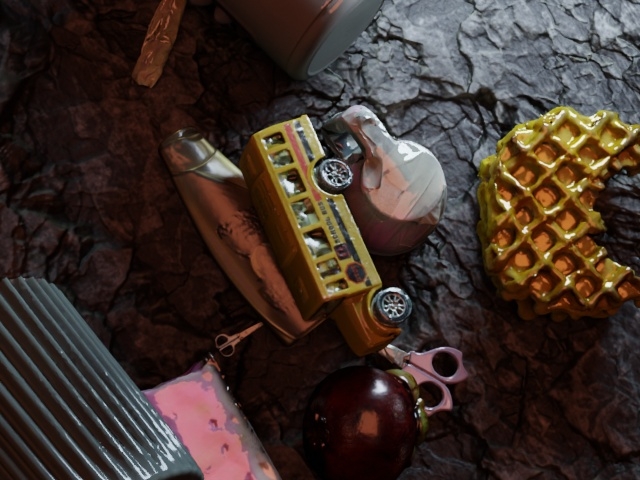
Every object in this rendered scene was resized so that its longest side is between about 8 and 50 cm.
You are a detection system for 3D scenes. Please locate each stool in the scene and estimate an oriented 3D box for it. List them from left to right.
[{"bbox_3d":[-0.338,0.258,1.198,0.297,0.297,0.330,-44,67,-12],"label":"stool"}]

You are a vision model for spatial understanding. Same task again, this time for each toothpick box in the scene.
[{"bbox_3d":[-0.081,-0.402,1.437,0.316,0.229,0.229,43,78,4],"label":"toothpick box"}]

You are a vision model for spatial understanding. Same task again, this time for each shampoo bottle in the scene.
[{"bbox_3d":[-0.110,-0.013,1.430,0.126,0.084,0.350,-35,85,-17],"label":"shampoo bottle"}]

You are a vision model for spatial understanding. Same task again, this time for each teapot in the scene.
[{"bbox_3d":[0.103,-0.098,1.421,0.163,0.178,0.221,-8,81,-9],"label":"teapot"}]

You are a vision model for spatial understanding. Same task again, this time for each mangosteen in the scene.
[{"bbox_3d":[0.071,0.260,1.372,0.200,0.200,0.199,1,80,-7],"label":"mangosteen"}]

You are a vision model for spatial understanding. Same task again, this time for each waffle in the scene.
[{"bbox_3d":[0.367,-0.042,1.464,0.261,0.151,0.324,8,78,-9],"label":"waffle"}]

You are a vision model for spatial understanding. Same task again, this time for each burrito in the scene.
[{"bbox_3d":[-0.240,-0.319,1.487,0.045,0.041,0.185,19,81,-13],"label":"burrito"}]

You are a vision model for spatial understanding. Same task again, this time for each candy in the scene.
[{"bbox_3d":[-0.137,0.295,1.338,0.116,0.155,0.265,-30,85,-15],"label":"candy"}]

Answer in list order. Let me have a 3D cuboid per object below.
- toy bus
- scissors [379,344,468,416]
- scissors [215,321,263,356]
[{"bbox_3d":[0.000,0.000,1.354,0.123,0.121,0.335,-16,74,-24],"label":"toy bus"},{"bbox_3d":[0.117,0.173,1.458,0.212,0.021,0.110,31,76,-2],"label":"scissors"},{"bbox_3d":[-0.115,0.139,1.442,0.083,0.006,0.036,-31,84,-11],"label":"scissors"}]
